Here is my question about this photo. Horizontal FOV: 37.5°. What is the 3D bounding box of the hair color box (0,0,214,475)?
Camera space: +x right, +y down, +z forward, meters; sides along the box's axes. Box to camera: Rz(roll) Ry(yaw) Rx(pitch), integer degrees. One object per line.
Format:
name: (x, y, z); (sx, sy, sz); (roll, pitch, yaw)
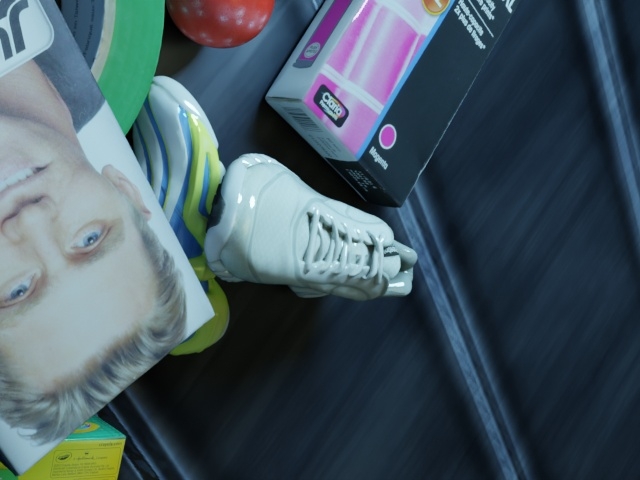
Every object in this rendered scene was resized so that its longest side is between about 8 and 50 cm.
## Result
hair color box: (-0.217, -0.047, 0.571); (0.174, 0.105, 0.347); (-40, 125, -27)

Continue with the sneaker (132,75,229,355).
sneaker: (-0.142, -0.005, 0.759); (0.126, 0.091, 0.240); (-22, 115, -35)

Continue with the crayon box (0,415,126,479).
crayon box: (-0.293, 0.211, 0.685); (0.278, 0.081, 0.165); (9, 94, -42)

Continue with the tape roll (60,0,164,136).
tape roll: (-0.260, -0.166, 0.625); (0.321, 0.077, 0.321); (-12, 108, -40)

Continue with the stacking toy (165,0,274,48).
stacking toy: (-0.049, -0.316, 0.745); (0.141, 0.141, 0.330); (3, 103, -42)

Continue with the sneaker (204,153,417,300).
sneaker: (0.000, 0.000, 0.801); (0.292, 0.118, 0.110); (19, 86, -67)

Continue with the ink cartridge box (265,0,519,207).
ink cartridge box: (0.103, -0.233, 0.942); (0.176, 0.069, 0.371); (42, 70, -39)
